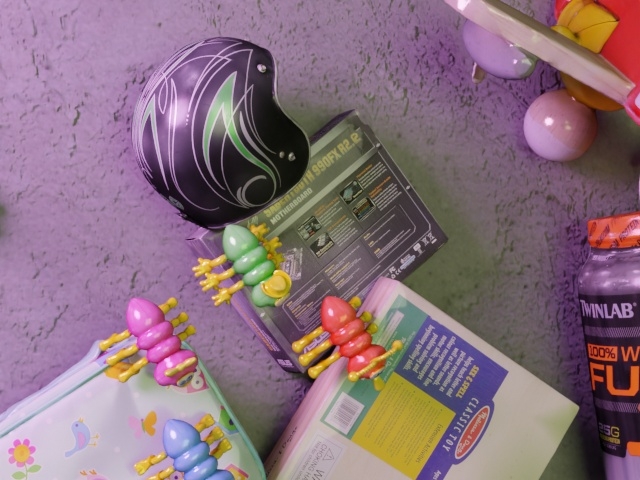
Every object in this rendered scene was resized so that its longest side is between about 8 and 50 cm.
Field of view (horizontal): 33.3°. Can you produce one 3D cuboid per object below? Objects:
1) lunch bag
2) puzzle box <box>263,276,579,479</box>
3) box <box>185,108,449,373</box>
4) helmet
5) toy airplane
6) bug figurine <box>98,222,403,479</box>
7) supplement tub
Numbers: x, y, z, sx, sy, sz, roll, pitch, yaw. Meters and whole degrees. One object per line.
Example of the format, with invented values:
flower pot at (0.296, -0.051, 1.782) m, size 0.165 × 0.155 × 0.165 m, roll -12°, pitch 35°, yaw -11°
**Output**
lunch bag at (-0.205, 0.222, 1.020) m, size 0.279 × 0.108 × 0.224 m, roll -33°, pitch 94°, yaw -23°
puzzle box at (0.069, 0.278, 1.129) m, size 0.272 × 0.052 × 0.409 m, roll 35°, pitch 83°, yaw -19°
box at (0.000, 0.000, 1.147) m, size 0.231 × 0.056 × 0.183 m, roll -42°, pitch 103°, yaw -19°
helmet at (-0.104, -0.112, 1.053) m, size 0.169 × 0.169 × 0.161 m, roll -41°, pitch 119°, yaw -19°
toy airplane at (0.336, -0.164, 1.182) m, size 0.386 × 0.272 × 0.384 m, roll 52°, pitch 41°, yaw 9°
bug figurine at (-0.069, 0.108, 0.991) m, size 0.279 × 0.072 × 0.216 m, roll -38°, pitch 91°, yaw -22°
supplement tub at (0.413, 0.131, 1.233) m, size 0.207 × 0.207 × 0.338 m, roll -9°, pitch 90°, yaw -23°
